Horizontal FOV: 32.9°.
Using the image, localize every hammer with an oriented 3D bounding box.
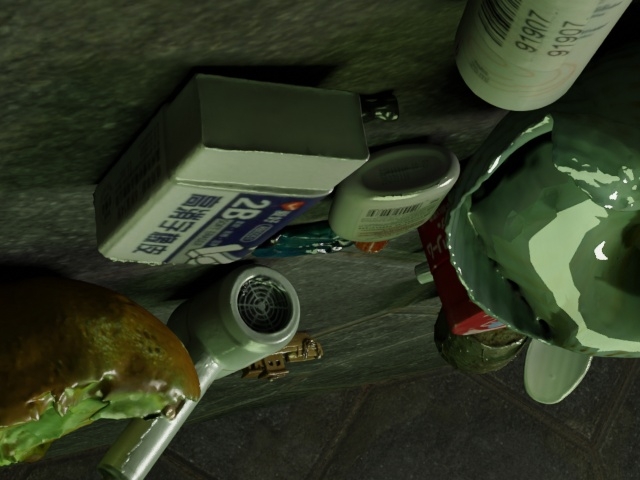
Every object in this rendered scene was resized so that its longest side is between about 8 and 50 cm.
[{"bbox_3d":[0.001,-0.067,0.874,0.078,0.021,0.201,-11,166,-15],"label":"hammer"}]

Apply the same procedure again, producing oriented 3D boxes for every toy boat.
[{"bbox_3d":[-0.091,0.201,1.821,0.206,0.072,0.064,-8,164,-30],"label":"toy boat"}]

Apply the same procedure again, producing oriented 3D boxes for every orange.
[{"bbox_3d":[-0.280,0.132,1.038,0.335,0.196,0.262,1,175,-38],"label":"orange"}]

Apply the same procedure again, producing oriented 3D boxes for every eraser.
[{"bbox_3d":[-0.070,-0.044,0.768,0.124,0.068,0.210,4,160,-28],"label":"eraser"}]

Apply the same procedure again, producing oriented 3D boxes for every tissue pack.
[{"bbox_3d":[0.000,0.000,1.157,0.138,0.028,0.085,-7,166,-18],"label":"tissue pack"}]

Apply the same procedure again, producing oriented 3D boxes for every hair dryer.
[{"bbox_3d":[-0.162,0.185,1.203,0.173,0.107,0.357,-33,-161,56],"label":"hair dryer"}]

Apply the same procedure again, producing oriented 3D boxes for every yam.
[{"bbox_3d":[0.259,0.129,1.719,0.154,0.154,0.254,-13,165,-6],"label":"yam"}]

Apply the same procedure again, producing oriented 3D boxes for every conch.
[{"bbox_3d":[0.253,-0.048,0.828,0.319,0.215,0.303,30,138,-26],"label":"conch"}]

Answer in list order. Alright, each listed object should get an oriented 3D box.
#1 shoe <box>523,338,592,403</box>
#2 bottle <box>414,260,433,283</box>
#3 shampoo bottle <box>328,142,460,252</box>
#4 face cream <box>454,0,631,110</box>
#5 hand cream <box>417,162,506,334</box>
[{"bbox_3d":[0.382,0.115,1.637,0.095,0.265,0.110,21,-165,16],"label":"shoe"},{"bbox_3d":[0.214,0.010,1.359,0.217,0.060,0.060,-24,164,31],"label":"bottle"},{"bbox_3d":[0.060,-0.033,1.021,0.108,0.051,0.221,-14,168,-8],"label":"shampoo bottle"},{"bbox_3d":[0.124,-0.146,0.535,0.082,0.082,0.269,-13,167,-4],"label":"face cream"},{"bbox_3d":[0.215,-0.005,1.100,0.230,0.149,0.230,-13,165,-4],"label":"hand cream"}]
